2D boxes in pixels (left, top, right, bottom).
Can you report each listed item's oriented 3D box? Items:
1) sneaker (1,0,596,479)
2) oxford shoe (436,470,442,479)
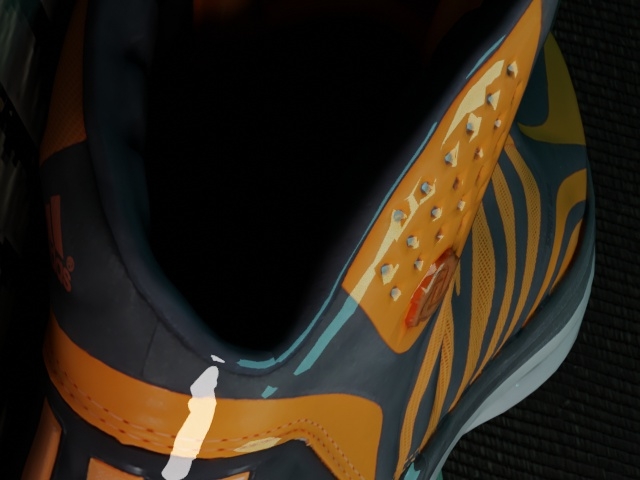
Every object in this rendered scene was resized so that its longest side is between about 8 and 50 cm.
[{"bbox_3d":[0.022,-0.034,0.462,0.321,0.125,0.180,-64,169,-54],"label":"sneaker"},{"bbox_3d":[0.023,0.273,1.246,0.449,0.130,0.169,-88,-179,-52],"label":"oxford shoe"}]
